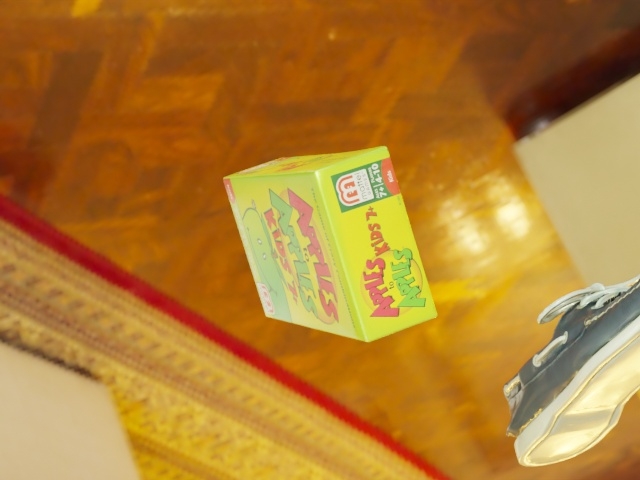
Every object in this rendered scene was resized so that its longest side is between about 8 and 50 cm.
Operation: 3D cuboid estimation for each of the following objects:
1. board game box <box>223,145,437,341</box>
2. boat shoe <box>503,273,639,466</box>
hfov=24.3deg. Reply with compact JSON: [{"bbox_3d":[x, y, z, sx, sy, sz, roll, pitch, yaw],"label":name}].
[{"bbox_3d":[0.000,0.000,0.834,0.043,0.092,0.181,-19,-173,-17],"label":"board game box"},{"bbox_3d":[0.204,0.076,1.074,0.095,0.079,0.254,-7,149,-22],"label":"boat shoe"}]
